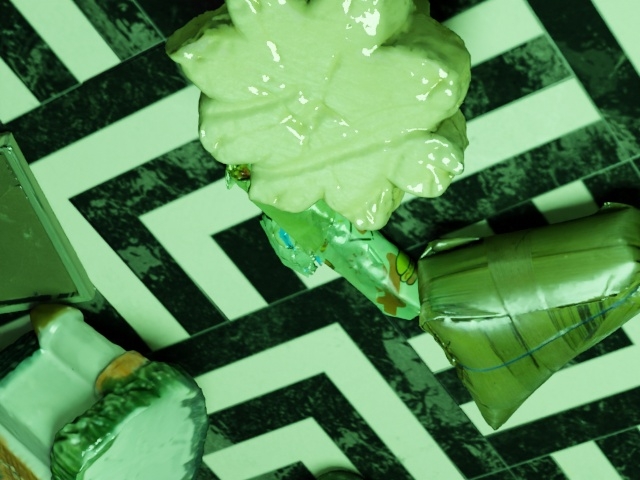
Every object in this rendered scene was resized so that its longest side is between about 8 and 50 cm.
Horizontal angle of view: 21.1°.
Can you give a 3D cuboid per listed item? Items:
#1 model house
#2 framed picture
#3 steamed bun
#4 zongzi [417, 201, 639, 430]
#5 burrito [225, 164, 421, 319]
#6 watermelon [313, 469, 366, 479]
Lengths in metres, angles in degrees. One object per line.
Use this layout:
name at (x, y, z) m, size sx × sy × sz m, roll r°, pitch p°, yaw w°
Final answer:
model house at (-0.300, 0.183, 1.959) m, size 0.301 × 0.190 × 0.271 m, roll 36°, pitch 152°, yaw 19°
framed picture at (-0.434, -0.002, 1.906) m, size 0.315 × 0.024 × 0.232 m, roll -7°, pitch 128°, yaw 20°
steamed bun at (0.010, -0.163, 1.598) m, size 0.295 × 0.137 × 0.292 m, roll 17°, pitch 132°, yaw 6°
zongzi at (0.255, 0.098, 1.780) m, size 0.260 × 0.123 × 0.289 m, roll -14°, pitch 135°, yaw 20°
burrito at (0.000, 0.000, 1.791) m, size 0.288 × 0.054 × 0.104 m, roll 40°, pitch 129°, yaw -22°
watermelon at (0.033, 0.330, 2.028) m, size 0.133 × 0.105 × 0.105 m, roll 33°, pitch 130°, yaw -30°
